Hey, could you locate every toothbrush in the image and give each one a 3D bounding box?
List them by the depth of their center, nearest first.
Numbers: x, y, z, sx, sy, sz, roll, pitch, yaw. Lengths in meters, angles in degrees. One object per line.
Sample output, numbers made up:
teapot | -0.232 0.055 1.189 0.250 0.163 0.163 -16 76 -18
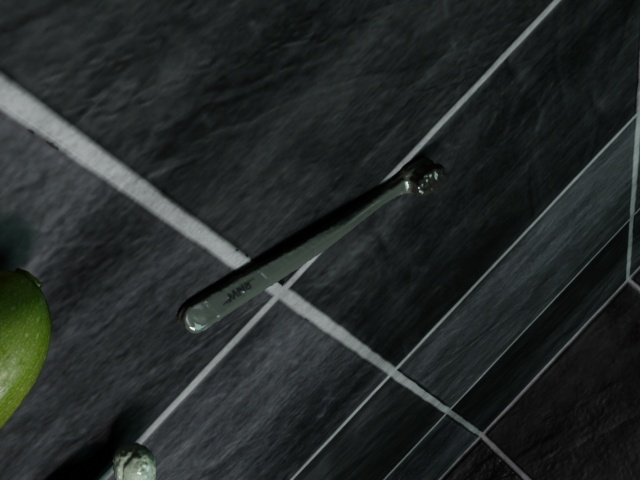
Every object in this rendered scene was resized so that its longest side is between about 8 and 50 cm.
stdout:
toothbrush | 0.000 0.000 0.845 0.297 0.030 0.030 -32 128 -29

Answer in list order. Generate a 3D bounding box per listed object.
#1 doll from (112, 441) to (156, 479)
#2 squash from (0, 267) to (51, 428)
doll | -0.214 0.254 0.829 0.214 0.071 0.103 -44 156 3
squash | -0.267 0.140 0.496 0.341 0.094 0.094 -44 158 -21
